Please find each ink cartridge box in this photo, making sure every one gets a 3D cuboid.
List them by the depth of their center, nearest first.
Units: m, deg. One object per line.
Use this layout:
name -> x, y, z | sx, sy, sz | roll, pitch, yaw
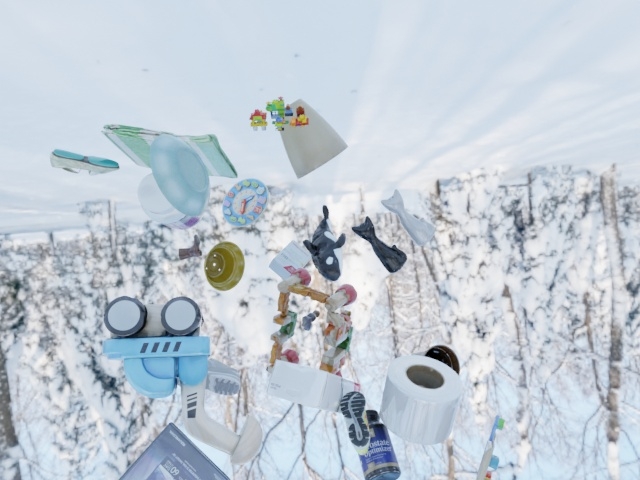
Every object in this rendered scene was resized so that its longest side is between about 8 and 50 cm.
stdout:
ink cartridge box -> -0.015, 0.496, 1.621 | 0.207, 0.117, 0.283 | 5, 160, 29
ink cartridge box -> -0.140, 0.098, 2.281 | 0.175, 0.127, 0.072 | -47, 175, -47

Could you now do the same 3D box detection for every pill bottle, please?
pill bottle -> -0.496, -0.133, 1.612 | 0.169, 0.170, 0.301 | -7, 174, -2
pill bottle -> 0.180, 0.690, 1.626 | 0.122, 0.123, 0.219 | -7, -135, -11

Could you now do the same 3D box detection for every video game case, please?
video game case -> -0.366, 0.585, 1.087 | 0.274, 0.196, 0.026 | -47, 171, -17

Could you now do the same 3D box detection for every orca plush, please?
orca plush -> 0.000, 0.000, 1.492 | 0.102, 0.288, 0.151 | 21, 140, -24

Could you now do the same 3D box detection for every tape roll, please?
tape roll -> 0.326, 0.513, 1.584 | 0.245, 0.169, 0.246 | 7, -159, -3

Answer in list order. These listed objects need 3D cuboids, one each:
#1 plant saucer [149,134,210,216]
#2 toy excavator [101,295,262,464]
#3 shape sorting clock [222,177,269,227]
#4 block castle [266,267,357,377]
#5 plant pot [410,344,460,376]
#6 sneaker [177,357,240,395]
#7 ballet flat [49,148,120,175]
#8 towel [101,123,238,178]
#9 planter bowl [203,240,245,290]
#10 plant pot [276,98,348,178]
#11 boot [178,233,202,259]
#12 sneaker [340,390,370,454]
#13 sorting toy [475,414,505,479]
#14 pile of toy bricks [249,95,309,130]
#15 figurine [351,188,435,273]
plant saucer -> -0.296, -0.150, 1.077 | 0.037, 0.195, 0.195 | -20, 177, 20
toy excavator -> -0.381, 0.388, 1.351 | 0.432, 0.446, 0.222 | 1, 167, -12
shape sorting clock -> -0.290, -0.148, 1.860 | 0.206, 0.207, 0.040 | -6, 158, 18
block castle -> -0.027, 0.364, 1.955 | 0.302, 0.454, 0.212 | 16, -163, 25
plant pot -> 0.428, 0.494, 1.898 | 0.166, 0.167, 0.165 | -7, 169, -20
sneaker -> -0.423, 0.475, 1.750 | 0.281, 0.105, 0.115 | 22, -162, -8
ballet flat -> -0.622, -0.199, 1.284 | 0.168, 0.053, 0.057 | 11, -151, -22
towel -> -0.426, -0.255, 1.407 | 0.324, 0.038, 0.248 | 6, 164, 8
planter bowl -> -0.441, 0.108, 2.121 | 0.090, 0.218, 0.217 | 5, -171, 41
plant pot -> -0.061, -0.443, 2.037 | 0.256, 0.274, 0.256 | -31, -169, 7
boot -> -0.601, 0.031, 2.201 | 0.114, 0.107, 0.037 | -9, -178, 16
sneaker -> 0.110, 0.565, 1.502 | 0.081, 0.094, 0.209 | -9, -145, 5
sorting toy -> 0.531, 0.723, 1.541 | 0.047, 0.348, 0.196 | 18, -177, 23
pile of toy bricks -> -0.150, -0.472, 1.762 | 0.212, 0.105, 0.118 | -2, -134, 2
figurine -> 0.241, -0.036, 1.612 | 0.215, 0.209, 0.092 | -44, -165, 0
